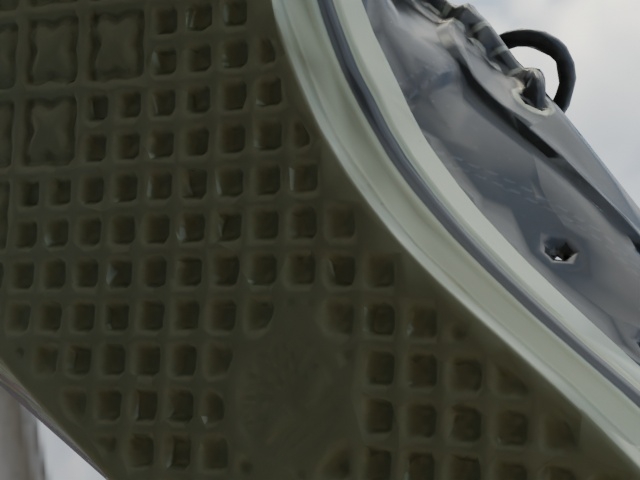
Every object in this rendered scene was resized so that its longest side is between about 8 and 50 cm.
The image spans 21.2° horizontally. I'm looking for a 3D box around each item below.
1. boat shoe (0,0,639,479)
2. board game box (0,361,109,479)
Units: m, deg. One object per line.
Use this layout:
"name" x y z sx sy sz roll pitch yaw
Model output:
"boat shoe" 0.000 0.000 0.554 0.187 0.156 0.500 -48 -118 19
"board game box" -0.179 -0.001 0.750 0.056 0.347 0.208 -49 180 -8
